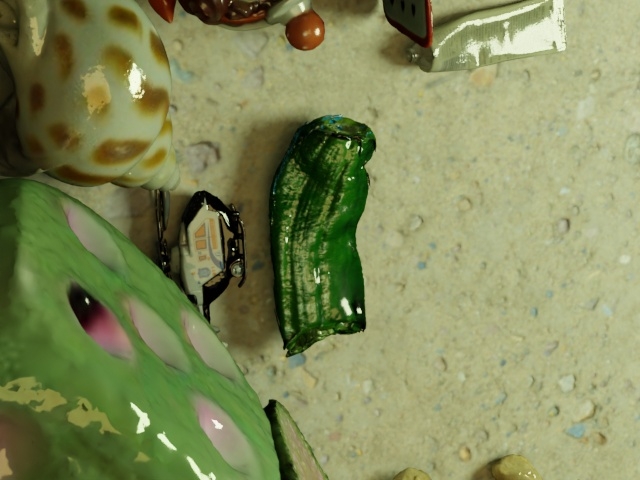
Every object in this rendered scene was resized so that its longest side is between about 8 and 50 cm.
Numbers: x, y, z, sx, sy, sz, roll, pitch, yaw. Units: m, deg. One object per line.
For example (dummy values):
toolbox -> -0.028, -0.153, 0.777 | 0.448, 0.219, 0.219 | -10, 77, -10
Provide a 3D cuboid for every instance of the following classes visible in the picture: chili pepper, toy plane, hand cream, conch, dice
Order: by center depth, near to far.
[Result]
dice -> -0.239, 0.172, 1.437 | 0.322, 0.318, 0.330 | -38, 116, 11
conch -> -0.209, -0.128, 1.488 | 0.183, 0.148, 0.275 | -30, 107, 23
toy plane -> -0.105, 0.033, 1.633 | 0.078, 0.053, 0.197 | -4, 106, -11
chili pepper -> -0.001, -0.001, 1.653 | 0.098, 0.061, 0.224 | -1, 110, -17
hand cream -> 0.152, -0.183, 1.675 | 0.165, 0.037, 0.057 | -15, 110, -23

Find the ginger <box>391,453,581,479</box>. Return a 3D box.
ginger -> 0.176, 0.272, 1.802 | 0.259, 0.065, 0.149 | 33, 80, -19

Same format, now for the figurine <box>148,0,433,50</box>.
figurine -> -0.039, -0.245, 1.528 | 0.226, 0.160, 0.183 | -8, 107, -9

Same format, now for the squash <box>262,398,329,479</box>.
squash -> -0.109, 0.339, 1.620 | 0.309, 0.310, 0.310 | -24, 113, 3
